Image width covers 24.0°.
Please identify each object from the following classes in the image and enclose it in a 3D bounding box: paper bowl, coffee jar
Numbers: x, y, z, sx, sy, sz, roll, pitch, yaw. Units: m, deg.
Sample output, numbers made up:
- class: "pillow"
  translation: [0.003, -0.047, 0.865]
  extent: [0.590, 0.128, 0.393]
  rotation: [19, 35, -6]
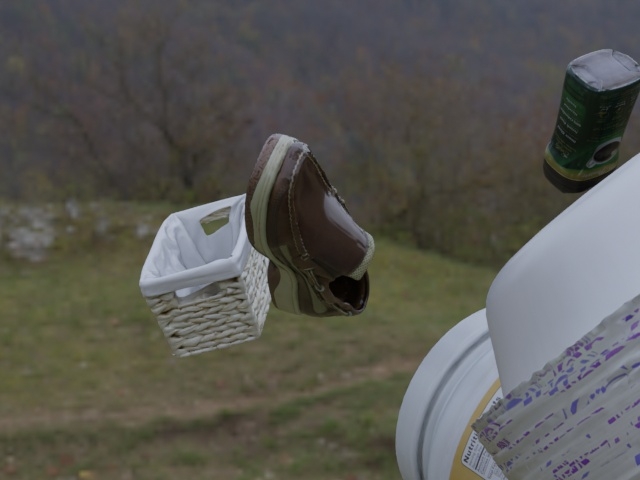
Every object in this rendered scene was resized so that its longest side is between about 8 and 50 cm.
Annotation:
- class: "paper bowl"
  translation: [0.203, 0.030, 0.802]
  extent: [0.284, 0.148, 0.284]
  rotation: [-34, -10, -7]
- class: "coffee jar"
  translation: [0.345, -0.148, 1.925]
  extent: [0.096, 0.184, 0.079]
  rotation: [-21, 50, -28]

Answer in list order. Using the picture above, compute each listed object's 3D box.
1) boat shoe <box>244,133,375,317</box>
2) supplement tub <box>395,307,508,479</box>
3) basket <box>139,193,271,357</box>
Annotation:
- class: "boat shoe"
  translation: [0.003, -0.007, 1.285]
  extent: [0.095, 0.095, 0.257]
  rotation: [16, -20, 13]
- class: "supplement tub"
  translation: [0.226, 0.192, 1.156]
  extent: [0.228, 0.228, 0.316]
  rotation: [-4, 21, -35]
- class: "basket"
  translation: [-0.114, 0.038, 1.622]
  extent: [0.113, 0.103, 0.167]
  rotation: [-14, 25, 13]
